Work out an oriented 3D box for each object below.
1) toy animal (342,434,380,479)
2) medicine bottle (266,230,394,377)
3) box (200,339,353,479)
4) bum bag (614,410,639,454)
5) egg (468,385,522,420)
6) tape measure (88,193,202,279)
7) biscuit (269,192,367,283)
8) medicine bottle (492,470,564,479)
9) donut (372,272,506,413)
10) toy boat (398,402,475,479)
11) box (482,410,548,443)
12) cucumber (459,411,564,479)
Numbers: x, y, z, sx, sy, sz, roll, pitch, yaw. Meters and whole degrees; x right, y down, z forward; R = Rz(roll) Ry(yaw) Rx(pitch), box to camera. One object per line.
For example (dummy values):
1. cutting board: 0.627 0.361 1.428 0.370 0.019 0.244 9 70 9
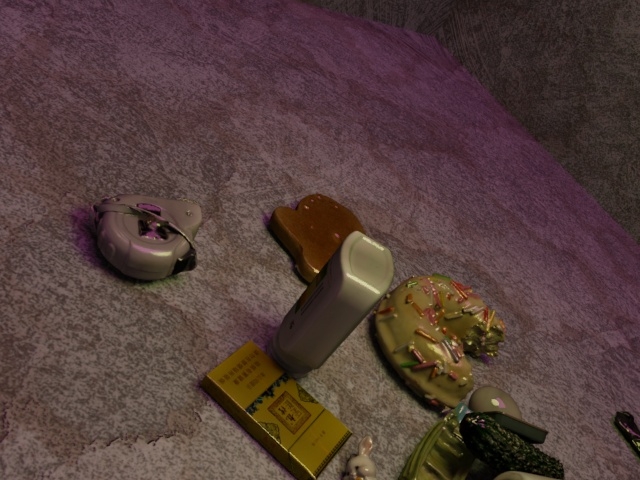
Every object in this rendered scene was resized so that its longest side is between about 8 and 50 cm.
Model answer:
1. toy animal: 0.085 0.442 1.275 0.085 0.071 0.124 -10 54 -46
2. medicine bottle: 0.012 0.142 1.357 0.124 0.324 0.179 29 37 -9
3. box: -0.083 0.325 1.310 0.279 0.041 0.153 41 33 10
4. bum bag: 0.868 0.542 1.843 0.087 0.049 0.197 9 40 -41
5. egg: 0.404 0.397 1.575 0.135 0.103 0.103 43 34 2
6. tape measure: -0.358 -0.008 1.419 0.236 0.120 0.197 8 43 -27
7. biscuit: -0.001 0.001 1.764 0.288 0.057 0.343 20 37 -22
8. medicine bottle: 0.482 0.567 1.371 0.293 0.170 0.170 17 37 -24
9. donut: 0.288 0.217 1.660 0.307 0.150 0.371 43 35 13
10. toy boat: 0.250 0.449 1.405 0.111 0.084 0.276 43 37 8
11. box: 0.417 0.406 1.477 0.126 0.091 0.031 24 70 -7
12. cucumber: 0.387 0.442 1.414 0.359 0.096 0.096 35 28 -37
